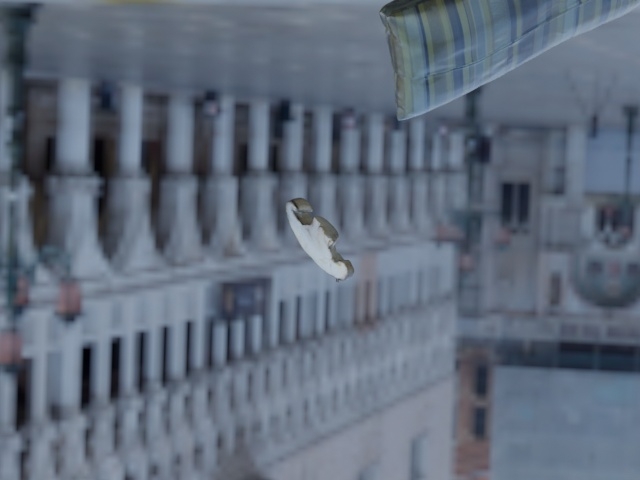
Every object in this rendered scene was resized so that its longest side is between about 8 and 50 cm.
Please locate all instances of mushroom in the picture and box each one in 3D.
[{"bbox_3d":[0.000,0.000,1.791,0.019,0.101,0.049,-24,155,-29],"label":"mushroom"}]

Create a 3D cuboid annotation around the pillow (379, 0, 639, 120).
[{"bbox_3d":[0.130,-0.140,1.073,0.203,0.038,0.113,-27,152,-7],"label":"pillow"}]
